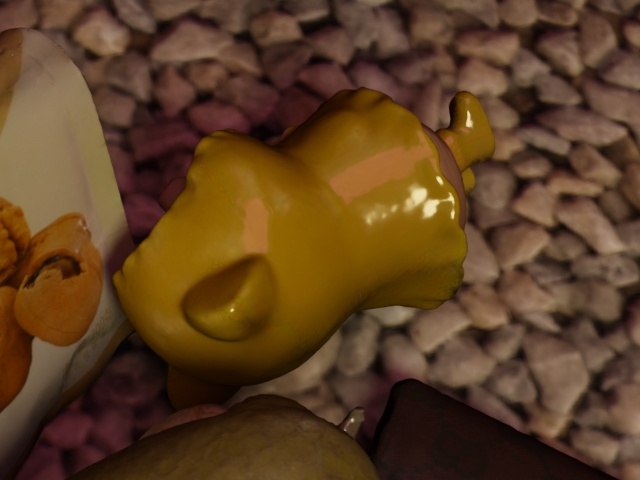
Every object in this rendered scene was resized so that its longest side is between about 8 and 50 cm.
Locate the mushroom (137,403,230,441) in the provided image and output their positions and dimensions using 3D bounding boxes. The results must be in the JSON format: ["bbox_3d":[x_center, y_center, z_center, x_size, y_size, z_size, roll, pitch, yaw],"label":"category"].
[{"bbox_3d":[-0.061,0.126,0.872,0.083,0.067,0.084,5,61,-8],"label":"mushroom"}]

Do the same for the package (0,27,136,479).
[{"bbox_3d":[-0.249,0.053,0.817,0.165,0.221,0.311,21,58,23],"label":"package"}]

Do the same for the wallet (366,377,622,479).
[{"bbox_3d":[0.113,0.194,0.889,0.229,0.049,0.182,25,61,-1],"label":"wallet"}]

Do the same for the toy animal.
[{"bbox_3d":[0.001,-0.002,0.907,0.229,0.156,0.156,-34,75,-26],"label":"toy animal"}]

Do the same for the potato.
[{"bbox_3d":[-0.062,0.173,0.771,0.251,0.174,0.159,-45,35,1],"label":"potato"}]
